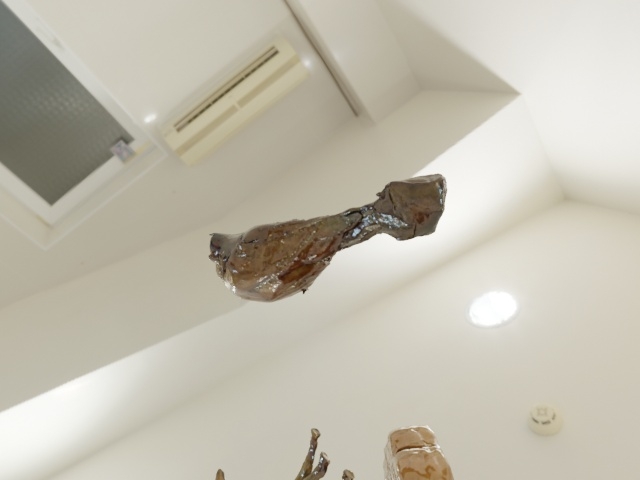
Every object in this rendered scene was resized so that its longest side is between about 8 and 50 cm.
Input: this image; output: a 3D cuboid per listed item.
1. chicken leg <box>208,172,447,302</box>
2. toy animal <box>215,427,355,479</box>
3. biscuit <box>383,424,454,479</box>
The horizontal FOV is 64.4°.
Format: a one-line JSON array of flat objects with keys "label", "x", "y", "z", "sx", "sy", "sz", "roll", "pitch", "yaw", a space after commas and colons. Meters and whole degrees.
[{"label": "chicken leg", "x": 0.000, "y": 0.000, "z": 0.561, "sx": 0.304, "sy": 0.113, "sz": 0.093, "roll": -22, "pitch": -124, "yaw": 30}, {"label": "toy animal", "x": -0.063, "y": 0.387, "z": 0.763, "sx": 0.275, "sy": 0.054, "sz": 0.149, "roll": -33, "pitch": -119, "yaw": 25}, {"label": "biscuit", "x": 0.107, "y": 0.363, "z": 0.496, "sx": 0.078, "sy": 0.455, "sz": 0.349, "roll": -8, "pitch": -104, "yaw": 2}]
